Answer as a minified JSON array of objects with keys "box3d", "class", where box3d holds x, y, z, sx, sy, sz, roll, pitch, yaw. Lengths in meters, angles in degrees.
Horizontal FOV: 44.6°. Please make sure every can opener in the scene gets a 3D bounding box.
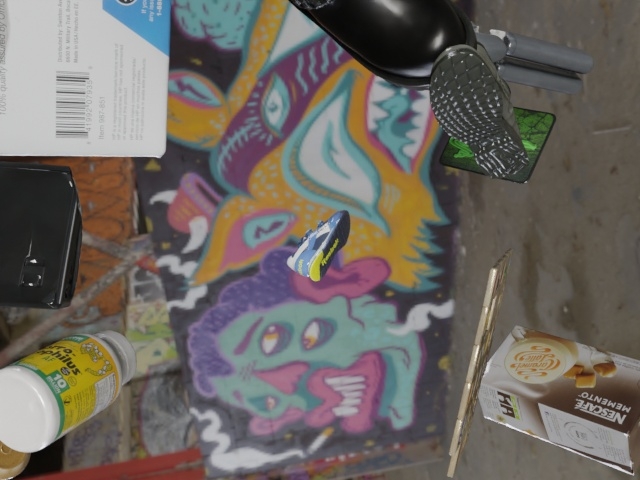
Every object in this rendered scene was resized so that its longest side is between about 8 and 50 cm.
[{"box3d":[0.292,-0.265,1.171,0.095,0.283,0.076,-108,32,-50],"class":"can opener"}]

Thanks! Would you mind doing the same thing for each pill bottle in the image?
[{"box3d":[-0.352,0.198,1.088,0.208,0.117,0.117,-28,-67,-64],"class":"pill bottle"}]

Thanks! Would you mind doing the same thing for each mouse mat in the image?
[{"box3d":[0.332,-0.190,1.475,0.007,0.190,0.152,40,-108,-52],"class":"mouse mat"}]

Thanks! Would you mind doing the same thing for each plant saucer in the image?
[{"box3d":[-0.447,0.295,1.105,0.015,0.083,0.083,-29,63,38],"class":"plant saucer"}]

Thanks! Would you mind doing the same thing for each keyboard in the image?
[{"box3d":[-0.352,0.028,0.615,0.033,0.317,0.201,86,-172,-73],"class":"keyboard"}]

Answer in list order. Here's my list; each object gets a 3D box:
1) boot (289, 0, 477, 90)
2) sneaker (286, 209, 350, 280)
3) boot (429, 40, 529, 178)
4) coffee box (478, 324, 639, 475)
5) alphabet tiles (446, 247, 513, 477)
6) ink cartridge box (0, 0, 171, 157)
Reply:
[{"box3d":[0.017,-0.320,0.951,0.348,0.131,0.260,35,-173,21],"class":"boot"},{"box3d":[0.000,0.000,1.209,0.144,0.059,0.053,-52,-40,-38],"class":"sneaker"},{"box3d":[0.196,-0.202,1.012,0.246,0.083,0.161,44,-146,-49],"class":"boot"},{"box3d":[0.382,0.236,1.190,0.246,0.141,0.098,15,138,42],"class":"coffee box"},{"box3d":[0.177,0.132,0.867,0.198,0.009,0.237,-16,-62,-71],"class":"alphabet tiles"},{"box3d":[-0.316,-0.204,0.778,0.129,0.307,0.223,33,121,58],"class":"ink cartridge box"}]
